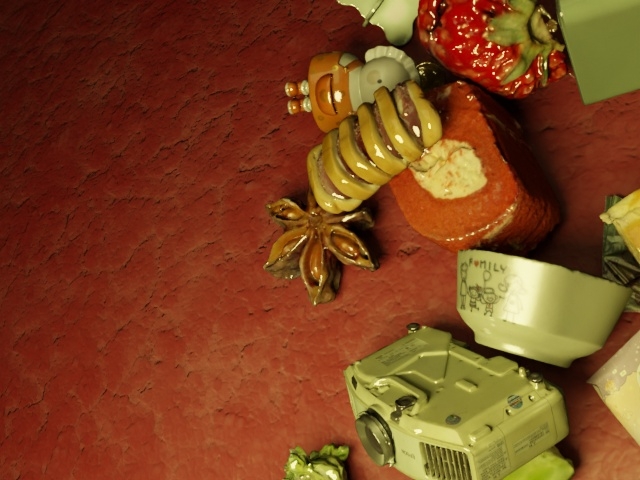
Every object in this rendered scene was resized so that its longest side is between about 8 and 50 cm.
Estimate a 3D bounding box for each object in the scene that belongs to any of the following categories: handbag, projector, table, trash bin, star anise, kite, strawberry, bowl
[{"bbox_3d":[0.392,0.187,0.778,0.117,0.095,0.173,-60,45,32],"label":"handbag"},{"bbox_3d":[0.136,0.192,0.848,0.194,0.088,0.269,-24,19,-22],"label":"projector"},{"bbox_3d":[0.139,-0.464,1.246,0.198,0.167,0.166,-52,51,10],"label":"table"},{"bbox_3d":[0.489,-0.336,0.911,0.344,0.223,0.158,-13,60,25],"label":"trash bin"},{"bbox_3d":[0.002,0.006,1.129,0.214,0.099,0.219,-32,57,33],"label":"star anise"},{"bbox_3d":[0.453,0.005,0.892,0.250,0.012,0.229,-46,55,3],"label":"kite"},{"bbox_3d":[0.214,-0.320,1.049,0.150,0.253,0.280,-43,49,2],"label":"strawberry"},{"bbox_3d":[0.258,0.087,0.861,0.212,0.211,0.112,13,85,36],"label":"bowl"}]

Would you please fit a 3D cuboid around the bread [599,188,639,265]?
[{"bbox_3d":[0.490,0.005,0.797,0.246,0.111,0.239,-31,56,11],"label":"bread"}]

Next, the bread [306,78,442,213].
[{"bbox_3d":[0.071,-0.141,1.006,0.225,0.081,0.134,-40,43,31],"label":"bread"}]

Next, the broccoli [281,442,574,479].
[{"bbox_3d":[0.109,0.389,0.806,0.397,0.275,0.352,-10,66,12],"label":"broccoli"}]

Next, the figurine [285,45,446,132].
[{"bbox_3d":[0.074,-0.258,1.201,0.272,0.143,0.143,-7,61,7],"label":"figurine"}]

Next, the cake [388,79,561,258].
[{"bbox_3d":[0.208,-0.090,1.013,0.177,0.151,0.282,-37,52,29],"label":"cake"}]
